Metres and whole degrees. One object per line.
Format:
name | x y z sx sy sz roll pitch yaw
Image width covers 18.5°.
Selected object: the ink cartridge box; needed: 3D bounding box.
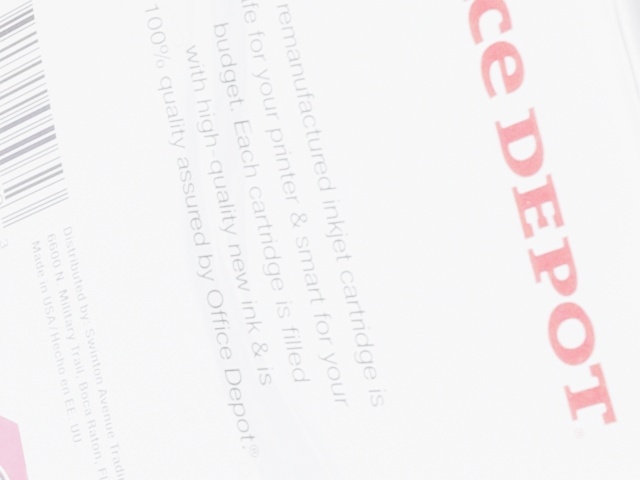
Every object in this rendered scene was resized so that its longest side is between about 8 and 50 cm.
ink cartridge box | 0.000 0.000 0.568 0.283 0.207 0.117 -21 166 36
